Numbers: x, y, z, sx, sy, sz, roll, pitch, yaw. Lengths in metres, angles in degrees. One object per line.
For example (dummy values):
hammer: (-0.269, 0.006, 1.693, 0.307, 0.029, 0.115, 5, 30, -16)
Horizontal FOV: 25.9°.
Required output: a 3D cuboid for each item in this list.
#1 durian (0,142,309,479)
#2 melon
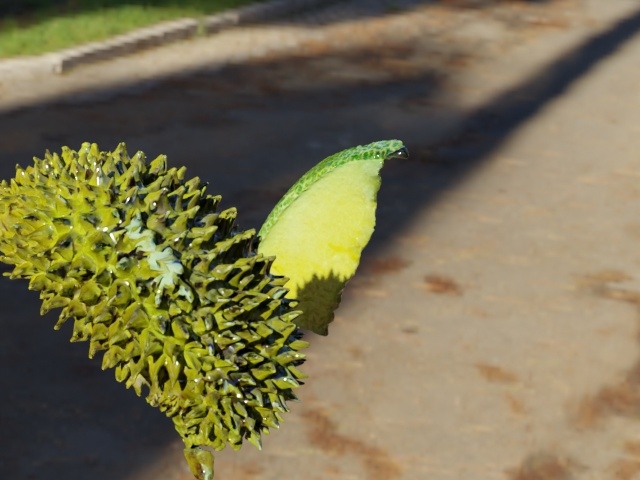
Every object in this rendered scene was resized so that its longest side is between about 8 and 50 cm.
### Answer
durian: (-0.086, 0.023, 0.790, 0.137, 0.221, 0.095, -39, 0, -18)
melon: (0.001, -0.001, 1.212, 0.053, 0.262, 0.114, -24, 68, -42)
